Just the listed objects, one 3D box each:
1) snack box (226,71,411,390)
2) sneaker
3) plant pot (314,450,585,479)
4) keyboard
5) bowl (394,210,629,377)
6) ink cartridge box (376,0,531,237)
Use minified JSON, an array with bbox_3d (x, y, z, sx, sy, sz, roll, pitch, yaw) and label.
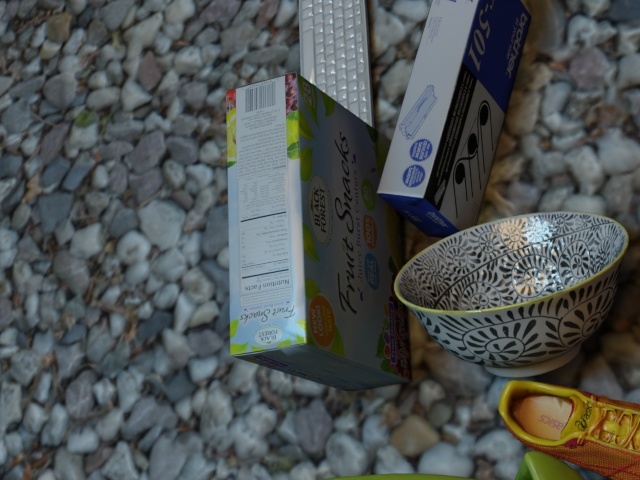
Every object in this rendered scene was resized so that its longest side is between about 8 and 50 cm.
[{"bbox_3d":[0.000,0.000,0.938,0.070,0.174,0.207,-13,69,26],"label":"snack box"},{"bbox_3d":[0.203,0.138,0.839,0.175,0.067,0.064,6,71,30],"label":"sneaker"},{"bbox_3d":[0.085,0.266,0.743,0.207,0.227,0.228,-13,59,-7],"label":"plant pot"},{"bbox_3d":[0.014,-0.133,1.096,0.072,0.014,0.256,-14,63,25],"label":"keyboard"},{"bbox_3d":[0.146,0.047,0.885,0.170,0.080,0.170,-15,19,5],"label":"bowl"},{"bbox_3d":[0.110,-0.113,0.980,0.046,0.097,0.207,7,74,32],"label":"ink cartridge box"}]
